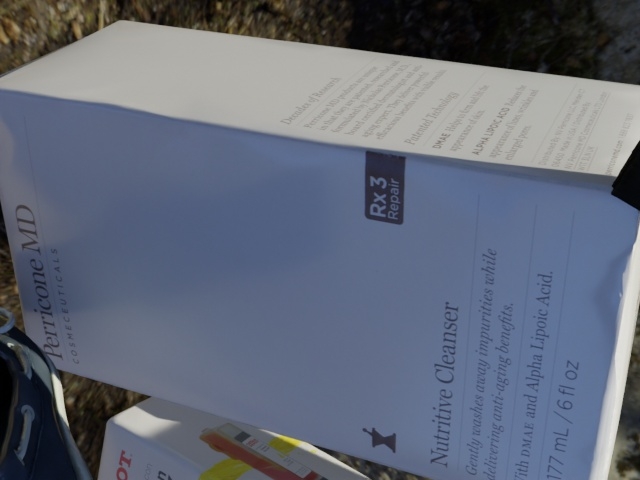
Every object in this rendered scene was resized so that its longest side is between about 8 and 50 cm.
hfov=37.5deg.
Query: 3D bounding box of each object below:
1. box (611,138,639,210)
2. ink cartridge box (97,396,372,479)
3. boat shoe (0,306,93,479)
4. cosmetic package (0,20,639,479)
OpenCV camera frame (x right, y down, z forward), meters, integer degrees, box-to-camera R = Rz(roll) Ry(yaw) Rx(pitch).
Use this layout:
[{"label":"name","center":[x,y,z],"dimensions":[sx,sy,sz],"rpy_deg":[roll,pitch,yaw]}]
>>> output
[{"label":"box","center":[0.234,0.014,0.247],"dimensions":[0.293,0.295,0.073],"rpy_deg":[31,90,13]},{"label":"ink cartridge box","center":[-0.079,0.377,1.086],"dimensions":[0.385,0.160,0.279],"rpy_deg":[24,112,27]},{"label":"boat shoe","center":[-0.197,0.088,0.517],"dimensions":[0.095,0.254,0.079],"rpy_deg":[-31,125,-11]},{"label":"cosmetic package","center":[0.000,0.000,0.590],"dimensions":[0.385,0.156,0.217],"rpy_deg":[9,121,20]}]
